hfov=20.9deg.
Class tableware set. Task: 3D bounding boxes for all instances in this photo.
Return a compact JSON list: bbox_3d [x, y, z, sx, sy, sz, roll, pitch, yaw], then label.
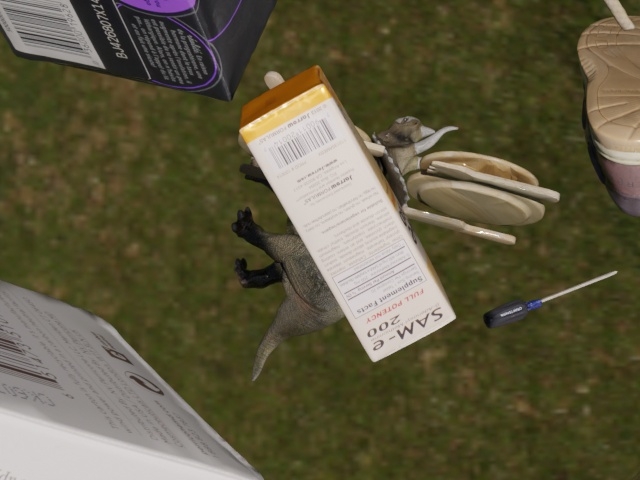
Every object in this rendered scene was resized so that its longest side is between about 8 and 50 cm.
[{"bbox_3d":[0.047,-0.052,1.070,0.128,0.194,0.039,120,165,-75],"label":"tableware set"}]

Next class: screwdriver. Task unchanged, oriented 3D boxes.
[{"bbox_3d":[0.265,0.067,1.984,0.024,0.170,0.025,85,165,-51],"label":"screwdriver"}]

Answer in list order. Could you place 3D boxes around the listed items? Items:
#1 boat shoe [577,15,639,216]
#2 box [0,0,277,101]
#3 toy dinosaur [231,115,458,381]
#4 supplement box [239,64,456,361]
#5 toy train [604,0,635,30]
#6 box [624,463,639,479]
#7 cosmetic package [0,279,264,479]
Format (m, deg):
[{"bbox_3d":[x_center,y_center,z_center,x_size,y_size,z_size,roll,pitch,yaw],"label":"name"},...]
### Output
[{"bbox_3d":[0.271,-0.114,1.505,0.103,0.285,0.092,4,118,7],"label":"boat shoe"},{"bbox_3d":[-0.079,-0.238,0.948,0.143,0.165,0.270,14,63,19],"label":"box"},{"bbox_3d":[0.000,0.000,1.718,0.160,0.121,0.313,22,87,22],"label":"toy dinosaur"},{"bbox_3d":[0.009,-0.011,0.638,0.036,0.062,0.098,-29,102,4],"label":"supplement box"},{"bbox_3d":[0.038,-0.195,0.753,0.105,0.248,0.143,-41,28,21],"label":"toy train"},{"bbox_3d":[0.174,0.161,0.957,0.044,0.159,0.233,42,131,11],"label":"box"},{"bbox_3d":[-0.149,0.117,0.645,0.151,0.151,0.184,38,102,49],"label":"cosmetic package"}]
